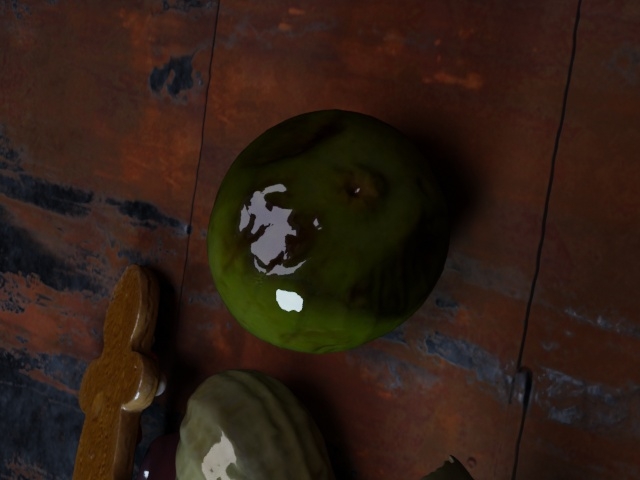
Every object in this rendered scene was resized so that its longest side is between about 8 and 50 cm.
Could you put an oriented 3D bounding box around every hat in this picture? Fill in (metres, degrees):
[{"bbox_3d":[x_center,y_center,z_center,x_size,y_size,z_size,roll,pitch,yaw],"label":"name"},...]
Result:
[{"bbox_3d":[-0.167,0.309,2.006,0.205,0.089,0.205,-163,90,-81],"label":"hat"}]

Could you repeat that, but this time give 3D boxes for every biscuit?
[{"bbox_3d":[-0.229,0.186,2.073,0.205,0.049,0.324,-23,58,60],"label":"biscuit"}]

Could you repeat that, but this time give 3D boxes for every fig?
[{"bbox_3d":[0.000,0.000,1.783,0.271,0.239,0.239,136,124,-67],"label":"fig"}]

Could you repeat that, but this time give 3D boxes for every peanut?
[{"bbox_3d":[-0.056,0.300,1.871,0.174,0.158,0.340,-24,76,15],"label":"peanut"}]

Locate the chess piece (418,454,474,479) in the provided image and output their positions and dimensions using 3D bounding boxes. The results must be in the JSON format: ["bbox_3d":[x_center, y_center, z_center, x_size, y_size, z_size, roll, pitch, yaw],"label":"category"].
[{"bbox_3d":[0.167,0.428,1.549,0.442,0.234,0.234,51,124,17],"label":"chess piece"}]
